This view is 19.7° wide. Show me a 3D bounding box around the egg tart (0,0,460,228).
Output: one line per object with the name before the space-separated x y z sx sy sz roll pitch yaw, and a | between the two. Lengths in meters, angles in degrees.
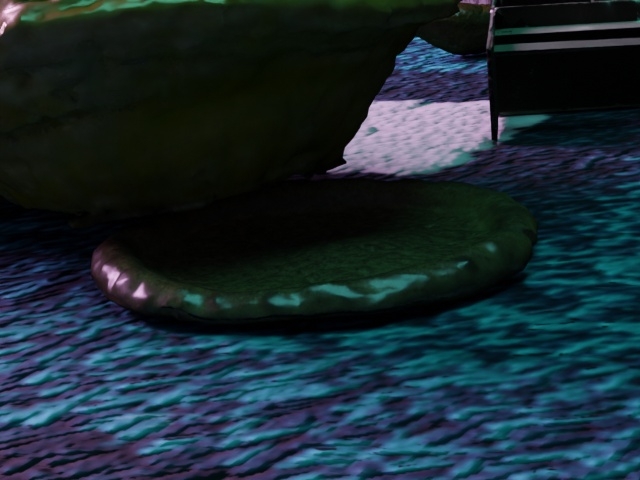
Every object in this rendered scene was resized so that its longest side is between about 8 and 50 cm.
egg tart | -0.073 -0.083 0.875 0.290 0.115 0.290 -6 13 1

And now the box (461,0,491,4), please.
box | 0.115 -0.213 1.538 0.055 0.040 0.218 -16 18 -32

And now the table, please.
table | 0.172 -0.109 1.073 0.146 0.062 0.175 -3 16 8

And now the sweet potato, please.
sweet potato | 0.125 -0.150 1.304 0.153 0.038 0.041 1 38 -8

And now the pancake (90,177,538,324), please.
pancake | 0.000 0.002 0.790 0.199 0.021 0.199 -5 15 1
